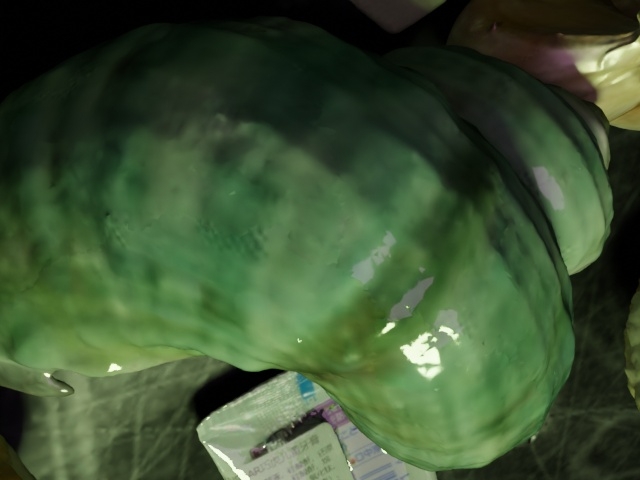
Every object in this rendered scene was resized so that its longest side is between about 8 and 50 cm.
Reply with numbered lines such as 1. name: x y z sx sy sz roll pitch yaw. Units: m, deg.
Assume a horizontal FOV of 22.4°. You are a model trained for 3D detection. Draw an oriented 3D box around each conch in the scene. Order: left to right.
1. conch: 0.000 0.000 0.608 0.277 0.220 0.195 -23 96 -19

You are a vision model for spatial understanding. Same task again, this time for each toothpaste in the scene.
1. toothpaste: 0.029 0.174 0.850 0.114 0.073 0.299 -27 124 -12

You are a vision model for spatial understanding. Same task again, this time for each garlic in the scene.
1. garlic: 0.133 -0.096 0.711 0.175 0.099 0.124 -11 145 -20

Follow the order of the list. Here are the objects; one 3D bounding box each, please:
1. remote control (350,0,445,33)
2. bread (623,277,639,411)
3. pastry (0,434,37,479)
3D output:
1. remote control: -0.059 -0.178 0.515 0.038 0.123 0.285 -35 137 25
2. bread: 0.270 0.043 0.827 0.246 0.176 0.195 24 118 -42
3. pastry: -0.177 0.174 0.603 0.257 0.121 0.236 45 55 -6
